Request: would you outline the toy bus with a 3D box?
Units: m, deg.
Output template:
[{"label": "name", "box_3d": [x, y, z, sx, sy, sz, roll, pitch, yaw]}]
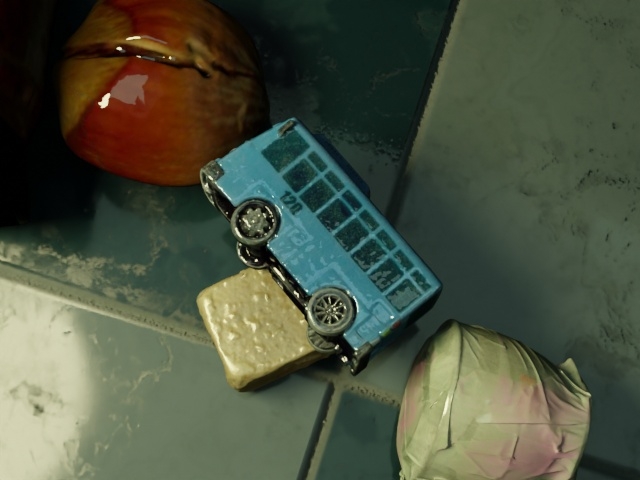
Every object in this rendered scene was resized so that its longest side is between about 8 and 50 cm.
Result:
[{"label": "toy bus", "box_3d": [0.000, 0.000, 1.205, 0.133, 0.116, 0.234, -38, 79, -9]}]

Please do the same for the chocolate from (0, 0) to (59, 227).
[{"label": "chocolate", "box_3d": [-0.402, -0.239, 1.236, 0.383, 0.384, 0.331, 22, 69, 4]}]

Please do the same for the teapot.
[{"label": "teapot", "box_3d": [0.171, 0.195, 1.214, 0.178, 0.163, 0.222, 15, 52, -4]}]

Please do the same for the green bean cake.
[{"label": "green bean cake", "box_3d": [-0.028, 0.072, 1.288, 0.179, 0.085, 0.109, -25, 77, -5]}]

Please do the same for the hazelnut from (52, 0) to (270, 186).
[{"label": "hazelnut", "box_3d": [-0.157, -0.158, 1.289, 0.180, 0.181, 0.212, -1, 67, 22]}]
